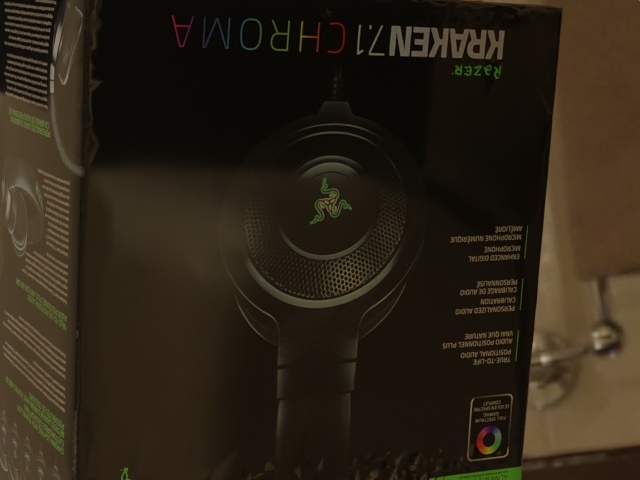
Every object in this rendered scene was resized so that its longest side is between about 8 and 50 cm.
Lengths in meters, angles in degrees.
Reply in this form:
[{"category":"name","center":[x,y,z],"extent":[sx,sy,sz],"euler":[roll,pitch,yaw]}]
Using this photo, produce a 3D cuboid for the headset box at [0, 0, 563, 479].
[{"category":"headset box","center":[-0.026,0.018,0.666],"extent":[0.246,0.131,0.283],"euler":[-1,-78,-29]}]
